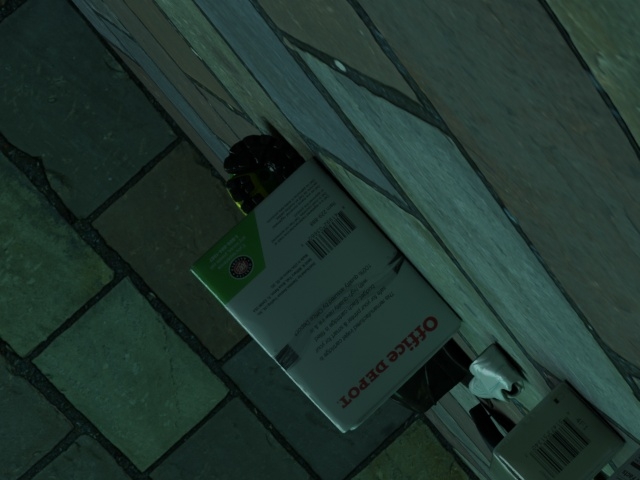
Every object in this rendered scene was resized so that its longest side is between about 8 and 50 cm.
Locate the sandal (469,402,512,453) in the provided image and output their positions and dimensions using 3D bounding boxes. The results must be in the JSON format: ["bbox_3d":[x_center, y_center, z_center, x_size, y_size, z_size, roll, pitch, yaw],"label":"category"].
[{"bbox_3d":[0.290,0.312,2.312,0.097,0.054,0.254,56,-177,-14],"label":"sandal"}]

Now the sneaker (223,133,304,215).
[{"bbox_3d":[0.000,0.000,1.983,0.343,0.134,0.146,57,-178,0],"label":"sneaker"}]

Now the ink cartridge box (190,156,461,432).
[{"bbox_3d":[0.005,0.072,1.844,0.289,0.211,0.121,48,175,-2],"label":"ink cartridge box"}]

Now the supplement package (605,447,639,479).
[{"bbox_3d":[0.328,0.287,1.084,0.204,0.145,0.262,49,176,-15],"label":"supplement package"}]

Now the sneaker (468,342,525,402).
[{"bbox_3d":[0.217,0.175,1.754,0.061,0.054,0.152,43,174,18],"label":"sneaker"}]

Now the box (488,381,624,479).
[{"bbox_3d":[0.255,0.241,1.594,0.094,0.113,0.275,45,176,14],"label":"box"}]

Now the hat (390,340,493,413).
[{"bbox_3d":[0.112,0.168,2.187,0.331,0.134,0.331,47,176,4],"label":"hat"}]
